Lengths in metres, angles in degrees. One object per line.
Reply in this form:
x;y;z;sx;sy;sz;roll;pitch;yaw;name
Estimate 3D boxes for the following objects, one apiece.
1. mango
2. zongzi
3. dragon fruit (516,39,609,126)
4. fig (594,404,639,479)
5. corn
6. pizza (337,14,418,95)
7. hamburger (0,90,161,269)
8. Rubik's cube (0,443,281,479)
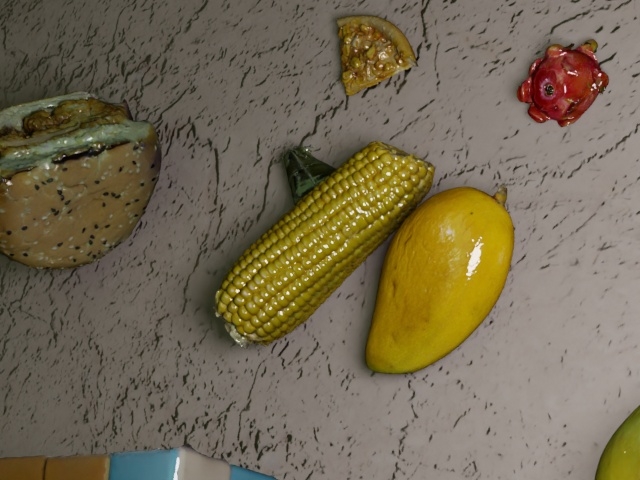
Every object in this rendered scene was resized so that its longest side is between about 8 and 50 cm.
0.161;0.054;1.926;0.176;0.119;0.317;34;98;31;mango
0.005;-0.111;2.142;0.119;0.055;0.109;-23;58;13;zongzi
0.335;-0.222;1.943;0.126;0.068;0.112;-31;60;22;dragon fruit
0.432;0.274;1.614;0.207;0.207;0.230;25;54;38;fig
0.000;0.000;2.047;0.387;0.144;0.144;-46;53;8;corn
0.070;-0.288;2.169;0.131;0.041;0.178;-48;53;12;pizza
-0.423;-0.094;2.287;0.318;0.277;0.195;-20;49;-22;hamburger
-0.237;0.480;1.893;0.346;0.347;0.344;-8;67;33;Rubik's cube
